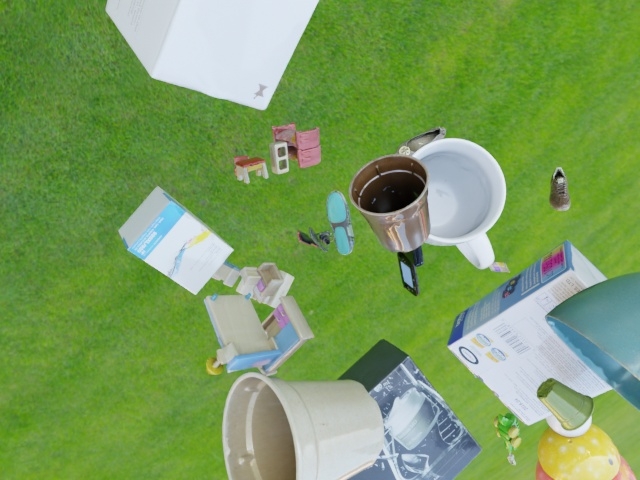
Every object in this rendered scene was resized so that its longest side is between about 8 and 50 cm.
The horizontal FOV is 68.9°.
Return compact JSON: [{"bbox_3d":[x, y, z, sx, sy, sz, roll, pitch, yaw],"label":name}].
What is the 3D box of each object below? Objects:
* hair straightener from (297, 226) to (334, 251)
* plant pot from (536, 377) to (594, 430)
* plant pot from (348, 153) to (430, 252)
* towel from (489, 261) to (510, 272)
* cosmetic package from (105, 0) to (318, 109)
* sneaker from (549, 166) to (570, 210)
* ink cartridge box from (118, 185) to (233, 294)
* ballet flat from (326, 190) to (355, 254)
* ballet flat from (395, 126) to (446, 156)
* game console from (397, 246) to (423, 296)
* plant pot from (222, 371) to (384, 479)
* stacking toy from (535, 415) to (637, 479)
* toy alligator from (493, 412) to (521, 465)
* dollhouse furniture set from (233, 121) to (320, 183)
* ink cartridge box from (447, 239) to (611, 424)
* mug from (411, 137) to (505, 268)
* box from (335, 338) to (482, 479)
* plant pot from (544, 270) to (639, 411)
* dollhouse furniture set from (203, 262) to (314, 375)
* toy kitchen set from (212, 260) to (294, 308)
[{"bbox_3d":[0.000,0.000,1.577,0.088,0.047,0.230,-16,160,14],"label":"hair straightener"},{"bbox_3d":[0.476,0.316,0.923,0.083,0.079,0.083,-51,177,-4],"label":"plant pot"},{"bbox_3d":[0.164,-0.069,1.006,0.166,0.167,0.165,-31,137,-1],"label":"plant pot"},{"bbox_3d":[0.691,0.103,1.819,0.060,0.083,0.009,49,62,-32],"label":"towel"},{"bbox_3d":[-0.281,-0.593,1.165,0.329,0.394,0.328,2,129,-46],"label":"cosmetic package"},{"bbox_3d":[0.839,-0.183,1.646,0.066,0.188,0.071,-6,131,23],"label":"sneaker"},{"bbox_3d":[-0.396,0.001,1.288,0.168,0.171,0.232,-50,126,-5],"label":"ink cartridge box"},{"bbox_3d":[0.061,-0.054,1.337,0.070,0.070,0.189,-13,106,-20],"label":"ballet flat"},{"bbox_3d":[0.425,-0.414,1.962,0.249,0.084,0.058,-28,168,-11],"label":"ballet flat"},{"bbox_3d":[0.343,0.080,1.834,0.043,0.213,0.362,-23,125,-8],"label":"game console"},{"bbox_3d":[-0.025,0.472,1.130,0.305,0.334,0.334,4,127,-38],"label":"plant pot"},{"bbox_3d":[0.742,0.644,1.336,0.350,0.350,0.480,-25,107,-8],"label":"stacking toy"},{"bbox_3d":[0.481,0.490,1.174,0.051,0.056,0.190,-34,119,-19],"label":"toy alligator"},{"bbox_3d":[-0.198,-0.364,1.885,0.374,0.201,0.152,-21,119,-33],"label":"dollhouse furniture set"},{"bbox_3d":[0.482,0.230,1.052,0.395,0.270,0.151,-46,179,34],"label":"ink cartridge box"},{"bbox_3d":[0.377,-0.080,1.357,0.276,0.374,0.328,-34,175,2],"label":"mug"},{"bbox_3d":[0.242,0.722,1.746,0.480,0.297,0.472,-40,98,-10],"label":"box"},{"bbox_3d":[0.550,0.159,0.746,0.195,0.290,0.290,-45,137,5],"label":"plant pot"},{"bbox_3d":[-0.224,0.226,1.232,0.303,0.286,0.198,4,137,-49],"label":"dollhouse furniture set"},{"bbox_3d":[-0.221,0.119,1.532,0.122,0.166,0.207,-63,148,-7],"label":"toy kitchen set"}]
